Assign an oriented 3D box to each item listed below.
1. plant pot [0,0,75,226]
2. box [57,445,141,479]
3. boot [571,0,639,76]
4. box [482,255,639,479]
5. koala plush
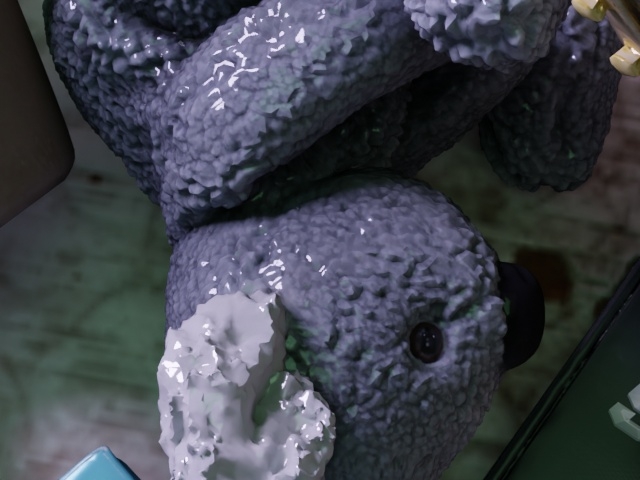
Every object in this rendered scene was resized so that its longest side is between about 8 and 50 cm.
[{"bbox_3d":[-0.208,-0.076,0.609,0.263,0.263,0.229,-36,98,-7],"label":"plant pot"},{"bbox_3d":[-0.012,0.182,0.598,0.060,0.100,0.244,-41,80,-8],"label":"box"},{"bbox_3d":[0.134,-0.015,0.527,0.095,0.203,0.262,-1,67,27],"label":"boot"},{"bbox_3d":[0.175,0.112,0.635,0.220,0.051,0.175,35,80,9],"label":"box"},{"bbox_3d":[0.000,0.000,0.606,0.203,0.196,0.221,-1,77,13],"label":"koala plush"}]
